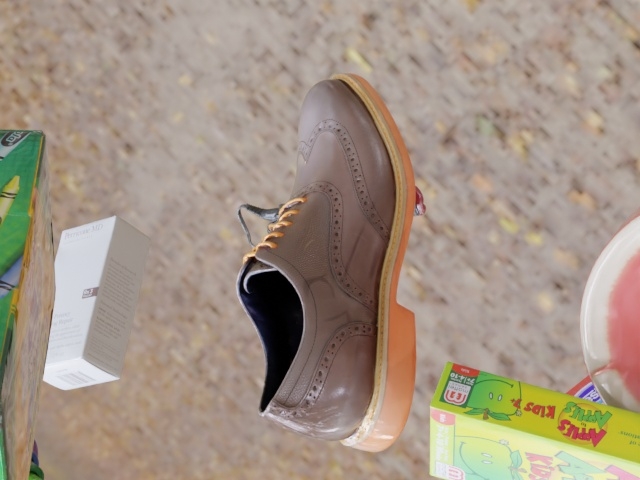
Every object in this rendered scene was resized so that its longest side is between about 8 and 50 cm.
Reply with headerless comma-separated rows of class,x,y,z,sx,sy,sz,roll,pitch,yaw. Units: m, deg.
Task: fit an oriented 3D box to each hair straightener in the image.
hair straightener,-0.003,-0.023,1.737,0.230,0.089,0.047,2,124,33

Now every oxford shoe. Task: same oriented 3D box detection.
oxford shoe,0.000,0.000,1.385,0.133,0.363,0.130,11,146,-24

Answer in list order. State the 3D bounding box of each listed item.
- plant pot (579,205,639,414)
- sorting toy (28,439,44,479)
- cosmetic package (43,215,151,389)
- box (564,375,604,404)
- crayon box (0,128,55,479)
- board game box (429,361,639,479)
plant pot,0.324,0.057,1.214,0.275,0.275,0.243,39,-163,19
sorting toy,-0.409,0.229,1.412,0.126,0.365,0.127,20,111,54
cosmetic package,-0.328,0.089,2.264,0.117,0.231,0.085,-15,145,35
box,0.297,0.204,1.517,0.128,0.257,0.122,42,165,52
crayon box,-0.244,0.067,1.127,0.278,0.081,0.165,-92,6,-49
board game box,0.169,0.151,1.123,0.181,0.043,0.092,14,142,15
